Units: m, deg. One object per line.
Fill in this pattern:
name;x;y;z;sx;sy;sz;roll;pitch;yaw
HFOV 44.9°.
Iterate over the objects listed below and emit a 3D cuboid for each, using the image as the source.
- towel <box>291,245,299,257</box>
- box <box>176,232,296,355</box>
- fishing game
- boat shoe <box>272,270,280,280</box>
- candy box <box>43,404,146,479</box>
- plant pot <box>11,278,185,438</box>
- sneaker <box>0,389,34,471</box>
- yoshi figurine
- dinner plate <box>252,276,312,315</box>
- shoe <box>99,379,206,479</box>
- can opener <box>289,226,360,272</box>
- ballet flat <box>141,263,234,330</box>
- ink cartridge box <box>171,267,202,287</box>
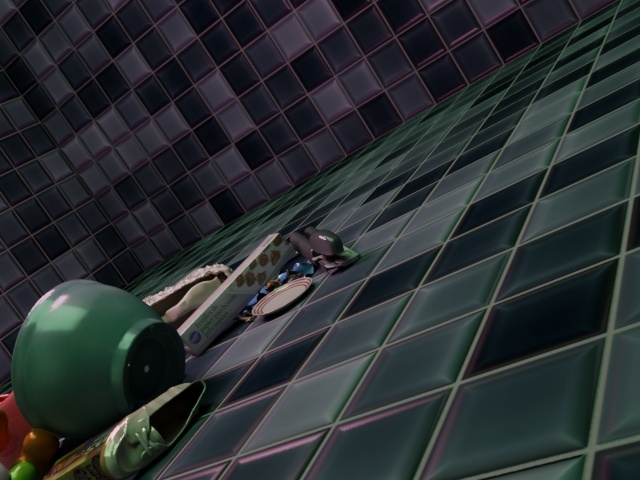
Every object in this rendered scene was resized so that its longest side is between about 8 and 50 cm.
towel;-0.102;0.052;2.042;0.152;0.023;0.113;-29;12;9
box;-0.186;0.115;1.704;0.324;0.063;0.067;-47;14;-22
fishing game;-0.096;0.095;1.738;0.264;0.041;0.189;-37;13;-21
boat shoe;-0.172;0.098;1.861;0.080;0.073;0.223;-25;13;38
candy box;-0.355;0.352;1.254;0.186;0.053;0.109;-34;9;5
plant pot;-0.370;0.222;1.394;0.196;0.293;0.293;3;27;27
sneaker;-0.604;0.370;1.535;0.314;0.136;0.116;-55;7;13
yoshi figurine;-0.563;0.413;1.199;0.203;0.203;0.362;-16;27;26
dinner plate;-0.076;0.119;1.590;0.141;0.017;0.141;-28;14;8
shoe;-0.252;0.282;1.190;0.058;0.076;0.219;-32;6;37
can opener;0.000;0.000;1.670;0.076;0.095;0.283;-22;19;-15
ballet flat;-0.372;0.180;1.869;0.409;0.147;0.147;-37;10;-18
ink cartridge box;-0.357;0.154;2.113;0.135;0.099;0.056;-39;12;-25
